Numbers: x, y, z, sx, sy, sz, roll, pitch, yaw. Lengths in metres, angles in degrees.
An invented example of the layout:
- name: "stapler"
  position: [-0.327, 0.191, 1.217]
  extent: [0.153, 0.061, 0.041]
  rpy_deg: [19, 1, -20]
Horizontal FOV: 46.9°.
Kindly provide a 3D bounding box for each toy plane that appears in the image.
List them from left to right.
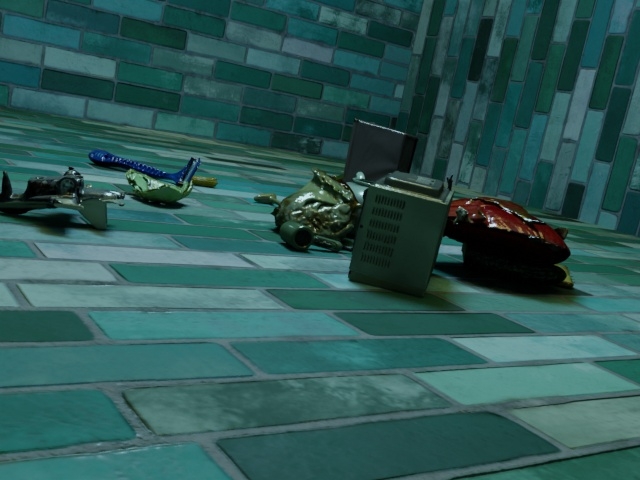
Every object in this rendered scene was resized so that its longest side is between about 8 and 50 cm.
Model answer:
- name: "toy plane"
  position: [-0.450, -0.078, 1.194]
  extent: [0.262, 0.088, 0.192]
  rpy_deg: [8, 12, -16]

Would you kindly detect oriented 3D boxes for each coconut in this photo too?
- name: "coconut"
  position: [-0.342, -0.111, 1.590]
  extent: [0.133, 0.055, 0.158]
  rpy_deg: [7, 12, -32]

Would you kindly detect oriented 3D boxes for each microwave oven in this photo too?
- name: "microwave oven"
  position: [0.145, -0.026, 1.290]
  extent: [0.145, 0.193, 0.240]
  rpy_deg: [12, 12, 11]

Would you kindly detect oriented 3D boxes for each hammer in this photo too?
- name: "hammer"
  position: [-0.088, -0.083, 1.818]
  extent: [0.060, 0.028, 0.195]
  rpy_deg: [-5, 19, -41]

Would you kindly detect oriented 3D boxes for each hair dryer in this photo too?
- name: "hair dryer"
  position: [0.000, 0.000, 1.409]
  extent: [0.150, 0.047, 0.071]
  rpy_deg: [13, 7, -26]

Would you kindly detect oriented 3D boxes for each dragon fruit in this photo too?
- name: "dragon fruit"
  position: [0.380, -0.023, 1.488]
  extent: [0.344, 0.100, 0.282]
  rpy_deg: [20, -5, -37]

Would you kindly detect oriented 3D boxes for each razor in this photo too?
- name: "razor"
  position: [-0.465, -0.189, 1.929]
  extent: [0.324, 0.093, 0.056]
  rpy_deg: [11, -31, 21]

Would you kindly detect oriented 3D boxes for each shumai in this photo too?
- name: "shumai"
  position: [-0.005, -0.077, 1.540]
  extent: [0.184, 0.141, 0.184]
  rpy_deg: [13, 7, -2]

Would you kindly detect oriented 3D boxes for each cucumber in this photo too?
- name: "cucumber"
  position: [0.388, 0.054, 1.486]
  extent: [0.215, 0.058, 0.052]
  rpy_deg: [13, 1, 3]

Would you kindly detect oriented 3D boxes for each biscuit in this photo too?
- name: "biscuit"
  position: [0.491, 0.066, 1.647]
  extent: [0.139, 0.016, 0.231]
  rpy_deg: [13, 10, 12]

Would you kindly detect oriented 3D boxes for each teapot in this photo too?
- name: "teapot"
  position: [0.113, -0.075, 1.684]
  extent: [0.193, 0.129, 0.294]
  rpy_deg: [9, 11, -13]

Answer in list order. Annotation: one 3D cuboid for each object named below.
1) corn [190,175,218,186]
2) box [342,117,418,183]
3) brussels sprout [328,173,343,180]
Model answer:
- name: "corn"
  position: [-0.311, -0.159, 1.970]
  extent: [0.083, 0.028, 0.027]
  rpy_deg: [6, -9, -28]
- name: "box"
  position: [0.155, -0.184, 1.986]
  extent: [0.153, 0.252, 0.188]
  rpy_deg: [16, 10, 16]
- name: "brussels sprout"
  position: [0.110, -0.150, 2.229]
  extent: [0.181, 0.100, 0.139]
  rpy_deg: [2, -11, 8]
